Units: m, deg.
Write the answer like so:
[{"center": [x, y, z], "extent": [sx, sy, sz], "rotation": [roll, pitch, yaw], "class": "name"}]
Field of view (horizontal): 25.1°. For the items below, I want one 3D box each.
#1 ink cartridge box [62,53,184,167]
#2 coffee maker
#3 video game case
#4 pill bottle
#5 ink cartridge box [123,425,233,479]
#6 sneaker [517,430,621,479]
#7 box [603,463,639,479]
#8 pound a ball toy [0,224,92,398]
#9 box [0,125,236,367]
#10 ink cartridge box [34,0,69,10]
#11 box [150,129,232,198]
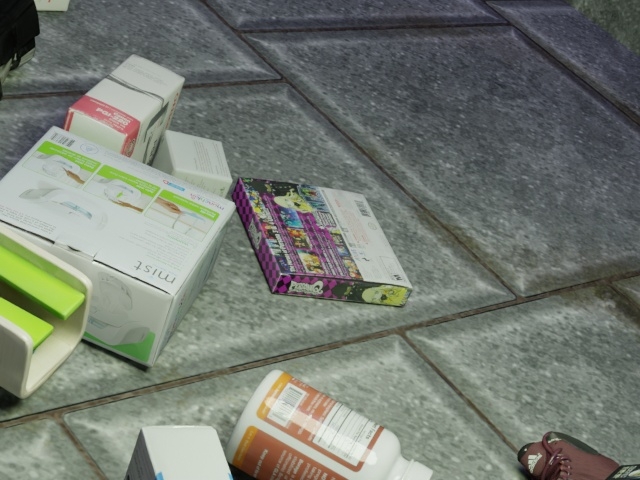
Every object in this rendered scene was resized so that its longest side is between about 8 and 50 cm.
[{"center": [-0.280, -0.139, 1.966], "extent": [0.092, 0.158, 0.218], "rotation": [24, 31, 3], "class": "ink cartridge box"}, {"center": [-0.476, -0.300, 2.067], "extent": [0.120, 0.171, 0.178], "rotation": [22, 31, -4], "class": "coffee maker"}, {"center": [0.000, 0.000, 2.059], "extent": [0.210, 0.041, 0.232], "rotation": [7, 34, -27], "class": "video game case"}, {"center": [0.011, 0.246, 1.612], "extent": [0.216, 0.121, 0.121], "rotation": [29, 31, 7], "class": "pill bottle"}, {"center": [-0.143, 0.292, 1.365], "extent": [0.082, 0.190, 0.139], "rotation": [6, 35, -26], "class": "ink cartridge box"}, {"center": [0.281, 0.310, 1.737], "extent": [0.162, 0.106, 0.281], "rotation": [38, 23, 32], "class": "sneaker"}, {"center": [0.361, 0.360, 1.616], "extent": [0.078, 0.180, 0.147], "rotation": [-9, 8, 38], "class": "box"}, {"center": [-0.444, 0.065, 1.578], "extent": [0.319, 0.135, 0.208], "rotation": [28, 42, 11], "class": "pound a ball toy"}, {"center": [-0.270, 0.001, 1.768], "extent": [0.262, 0.126, 0.231], "rotation": [23, 35, 2], "class": "box"}, {"center": [-0.495, -0.484, 2.301], "extent": [0.353, 0.207, 0.119], "rotation": [-7, 41, -40], "class": "ink cartridge box"}, {"center": [-0.185, -0.081, 1.998], "extent": [0.087, 0.102, 0.101], "rotation": [12, 33, -23], "class": "box"}]
